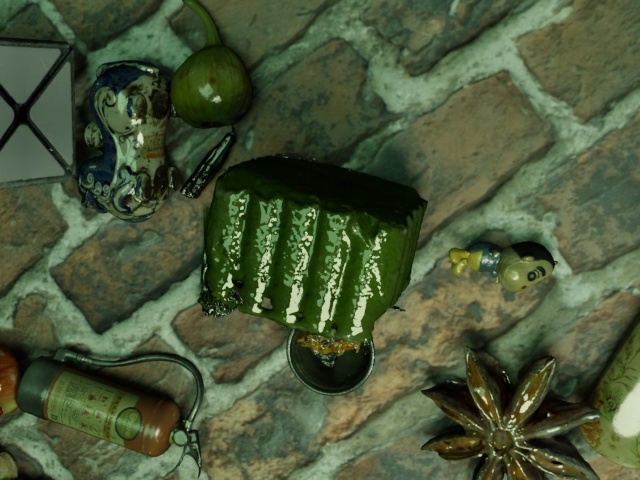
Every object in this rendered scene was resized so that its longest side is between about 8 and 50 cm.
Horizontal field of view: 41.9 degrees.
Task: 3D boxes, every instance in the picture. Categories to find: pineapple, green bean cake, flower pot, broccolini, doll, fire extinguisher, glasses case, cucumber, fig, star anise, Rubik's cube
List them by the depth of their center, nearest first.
[{"bbox_3d":[0.000,0.000,1.354,0.335,0.319,0.218,18,107,12],"label":"green bean cake"},{"bbox_3d":[0.582,0.186,1.374,0.157,0.098,0.425,31,106,13],"label":"glasses case"},{"bbox_3d":[0.012,0.151,1.386,0.115,0.114,0.077,9,82,7],"label":"pineapple"},{"bbox_3d":[0.310,0.043,1.415,0.180,0.102,0.088,-4,61,13],"label":"doll"},{"bbox_3d":[0.326,0.326,1.435,0.332,0.118,0.331,9,108,28],"label":"star anise"},{"bbox_3d":[-0.595,-0.225,1.439,0.259,0.255,0.260,11,106,27],"label":"Rubik's cube"},{"bbox_3d":[-0.195,-0.315,1.451,0.149,0.149,0.245,-9,79,13],"label":"fig"},{"bbox_3d":[0.028,0.186,1.487,0.158,0.107,0.157,2,99,14],"label":"flower pot"},{"bbox_3d":[-0.197,-0.144,1.510,0.163,0.043,0.039,-50,46,13],"label":"cucumber"},{"bbox_3d":[-0.201,0.045,1.530,0.091,0.068,0.202,-10,98,33],"label":"broccolini"},{"bbox_3d":[-0.375,0.302,1.588,0.376,0.113,0.200,19,103,8],"label":"fire extinguisher"}]

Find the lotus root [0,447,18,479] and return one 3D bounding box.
[{"bbox_3d":[-0.718,0.551,1.721,0.167,0.078,0.329,14,108,-22],"label":"lotus root"}]

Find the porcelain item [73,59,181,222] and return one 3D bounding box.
[{"bbox_3d":[-0.352,-0.178,1.497,0.186,0.138,0.287,10,107,27],"label":"porcelain item"}]

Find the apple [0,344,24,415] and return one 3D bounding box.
[{"bbox_3d":[-0.648,0.271,1.621,0.131,0.146,0.146,-18,98,-28],"label":"apple"}]
